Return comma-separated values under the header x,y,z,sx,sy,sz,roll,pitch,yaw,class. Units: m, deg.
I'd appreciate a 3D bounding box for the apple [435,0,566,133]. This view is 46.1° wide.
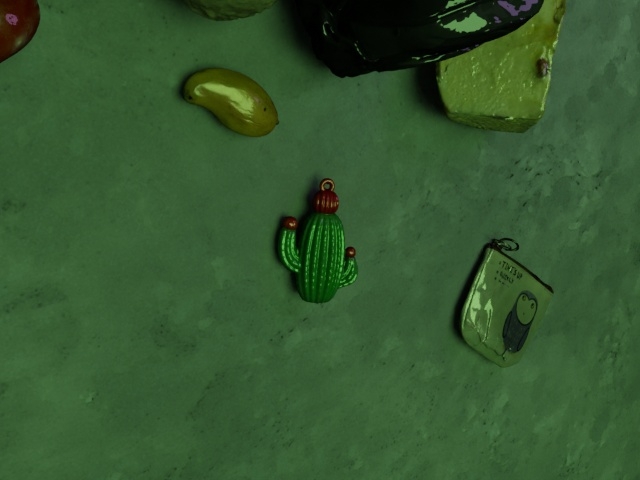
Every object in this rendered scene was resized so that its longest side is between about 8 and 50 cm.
x,y,z,sx,sy,sz,roll,pitch,yaw,class
0.386,-0.389,1.544,0.313,0.252,0.309,6,90,-38,apple

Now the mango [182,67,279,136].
x,y,z,sx,sy,sz,roll,pitch,yaw,class
-0.151,-0.245,1.323,0.190,0.075,0.098,24,85,-31,mango

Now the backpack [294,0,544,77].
x,y,z,sx,sy,sz,roll,pitch,yaw,class
0.174,-0.421,1.262,0.363,0.445,0.255,-30,113,-25,backpack

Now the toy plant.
x,y,z,sx,sy,sz,roll,pitch,yaw,class
-0.011,0.010,1.498,0.154,0.088,0.241,-23,111,-11,toy plant

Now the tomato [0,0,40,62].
x,y,z,sx,sy,sz,roll,pitch,yaw,class
-0.469,-0.313,1.023,0.187,0.151,0.187,13,57,-21,tomato

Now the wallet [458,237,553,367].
x,y,z,sx,sy,sz,roll,pitch,yaw,class
0.469,0.168,1.895,0.335,0.068,0.275,34,83,-39,wallet

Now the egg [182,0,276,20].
x,y,z,sx,sy,sz,roll,pitch,yaw,class
-0.125,-0.488,1.143,0.279,0.279,0.310,8,129,-36,egg
